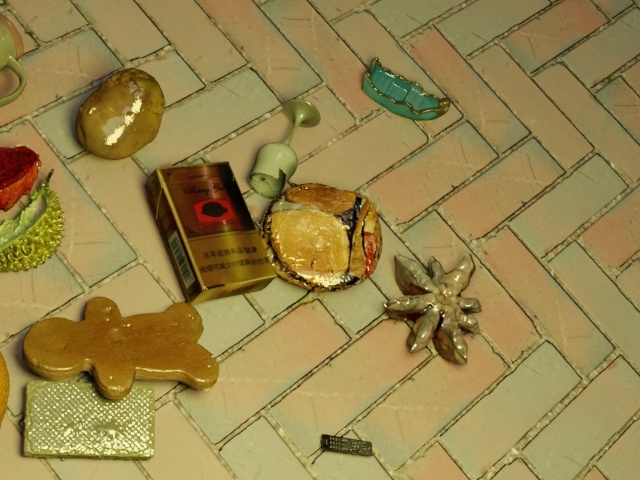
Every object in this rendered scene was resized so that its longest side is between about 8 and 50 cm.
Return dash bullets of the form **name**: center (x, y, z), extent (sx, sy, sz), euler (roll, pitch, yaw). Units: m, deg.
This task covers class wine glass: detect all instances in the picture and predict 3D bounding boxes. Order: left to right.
- **wine glass**: center (-0.069, -0.173, 1.902), extent (0.079, 0.079, 0.195), euler (28, 57, -5)

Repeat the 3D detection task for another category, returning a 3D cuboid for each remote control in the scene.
- **remote control**: center (0.043, 0.346, 1.705), extent (0.091, 0.016, 0.034), euler (12, 44, -15)

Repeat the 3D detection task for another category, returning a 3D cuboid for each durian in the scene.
- **durian**: center (-0.475, -0.027, 1.674), extent (0.100, 0.086, 0.215), euler (27, 57, 11)

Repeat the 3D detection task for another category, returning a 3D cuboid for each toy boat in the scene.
- **toy boat**: center (0.173, -0.302, 2.065), extent (0.185, 0.077, 0.075), euler (33, 56, -2)

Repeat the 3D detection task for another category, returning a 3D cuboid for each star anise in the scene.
- **star anise**: center (0.210, 0.113, 1.848), extent (0.229, 0.093, 0.236), euler (46, 59, 6)

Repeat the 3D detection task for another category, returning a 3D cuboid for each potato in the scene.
- **potato**: center (-0.352, -0.219, 1.796), extent (0.137, 0.137, 0.176), euler (43, 78, 5)

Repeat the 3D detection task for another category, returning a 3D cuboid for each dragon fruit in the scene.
- **dragon fruit**: center (-0.508, -0.101, 1.679), extent (0.106, 0.083, 0.162), euler (-31, 36, -23)

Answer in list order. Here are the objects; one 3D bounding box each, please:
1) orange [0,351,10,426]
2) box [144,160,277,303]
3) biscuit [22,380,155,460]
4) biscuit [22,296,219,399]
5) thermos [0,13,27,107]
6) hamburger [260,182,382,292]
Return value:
- **orange**: center (-0.571, 0.207, 1.399), extent (0.274, 0.274, 0.274), euler (9, 61, -16)
- **box**: center (-0.190, -0.018, 1.766), extent (0.159, 0.071, 0.240), euler (-9, 67, -35)
- **biscuit**: center (-0.357, 0.278, 1.574), extent (0.199, 0.040, 0.121), euler (5, 64, -19)
- **biscuit**: center (-0.322, 0.172, 1.623), extent (0.302, 0.049, 0.197), euler (0, 42, -24)
- **thermos**: center (-0.616, -0.280, 1.716), extent (0.176, 0.146, 0.265), euler (49, 55, -2)
- **hamburger**: center (0.000, 0.000, 1.823), extent (0.231, 0.107, 0.231), euler (7, 64, -14)
